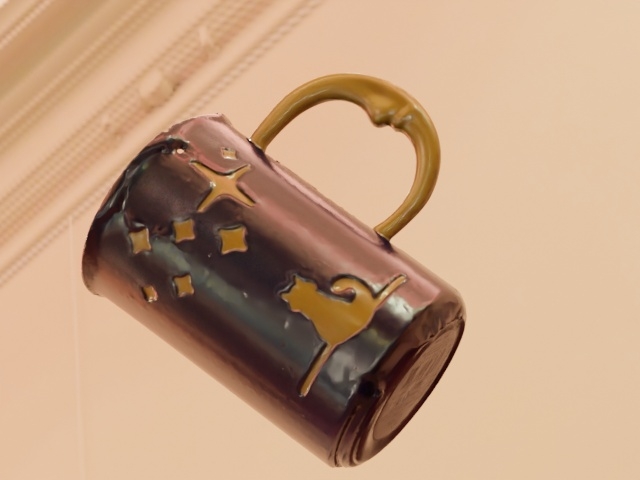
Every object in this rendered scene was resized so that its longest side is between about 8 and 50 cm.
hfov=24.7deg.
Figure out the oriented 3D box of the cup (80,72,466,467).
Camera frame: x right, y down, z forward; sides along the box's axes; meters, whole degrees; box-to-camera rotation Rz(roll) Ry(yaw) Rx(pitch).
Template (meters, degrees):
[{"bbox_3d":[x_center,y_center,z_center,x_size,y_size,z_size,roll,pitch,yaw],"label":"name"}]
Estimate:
[{"bbox_3d":[-0.011,0.006,1.104,0.256,0.178,0.255,34,-72,18],"label":"cup"}]
